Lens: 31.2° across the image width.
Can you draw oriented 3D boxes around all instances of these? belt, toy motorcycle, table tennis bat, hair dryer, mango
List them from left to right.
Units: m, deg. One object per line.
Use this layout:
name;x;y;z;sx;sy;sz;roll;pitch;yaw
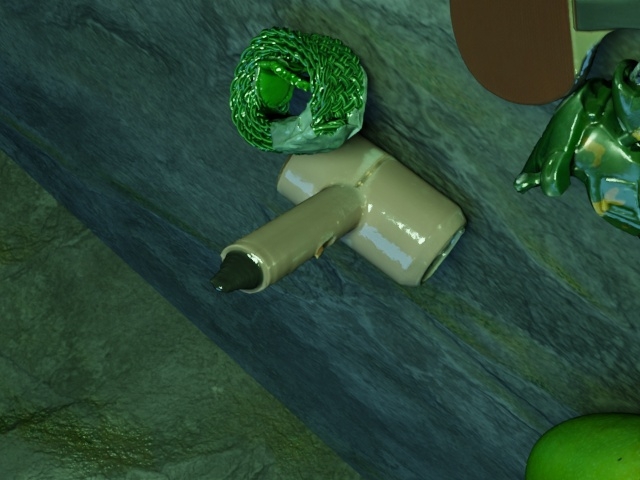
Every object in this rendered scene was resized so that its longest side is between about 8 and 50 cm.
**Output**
belt;-0.015;-0.140;1.104;0.079;0.121;0.151;5;-170;-41
hair dryer;0.000;0.000;1.108;0.189;0.344;0.107;38;123;12
table tennis bat;0.157;-0.155;0.770;0.220;0.019;0.130;16;120;58
mango;0.346;0.292;1.220;0.225;0.201;0.382;36;167;-14
toy motorcycle;0.246;-0.016;0.825;0.187;0.125;0.275;-2;128;46
